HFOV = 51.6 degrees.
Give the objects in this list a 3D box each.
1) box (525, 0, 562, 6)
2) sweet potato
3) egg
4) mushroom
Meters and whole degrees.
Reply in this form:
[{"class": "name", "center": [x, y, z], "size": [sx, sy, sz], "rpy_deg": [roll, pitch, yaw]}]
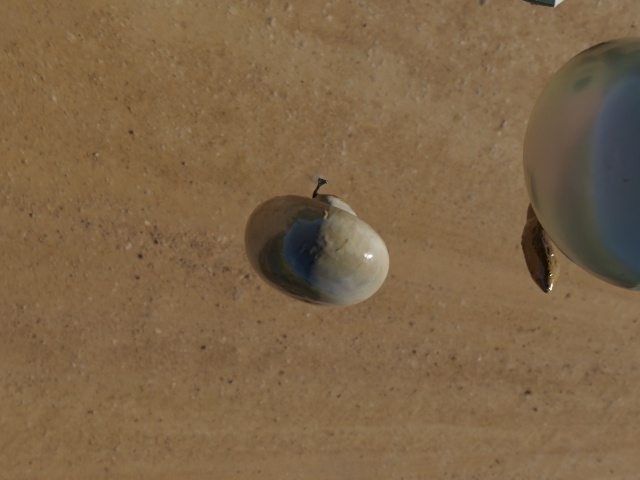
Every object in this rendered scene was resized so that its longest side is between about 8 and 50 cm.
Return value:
[{"class": "box", "center": [0.467, -0.608, 1.286], "size": [0.135, 0.079, 0.270], "rpy_deg": [-39, 141, -33]}, {"class": "sweet potato", "center": [0.353, -0.009, 1.067], "size": [0.065, 0.219, 0.051], "rpy_deg": [34, 137, -26]}, {"class": "egg", "center": [0.391, -0.091, 0.808], "size": [0.345, 0.283, 0.283], "rpy_deg": [39, 93, -32]}, {"class": "mushroom", "center": [0.000, 0.000, 1.617], "size": [0.362, 0.362, 0.295], "rpy_deg": [41, 60, -42]}]
